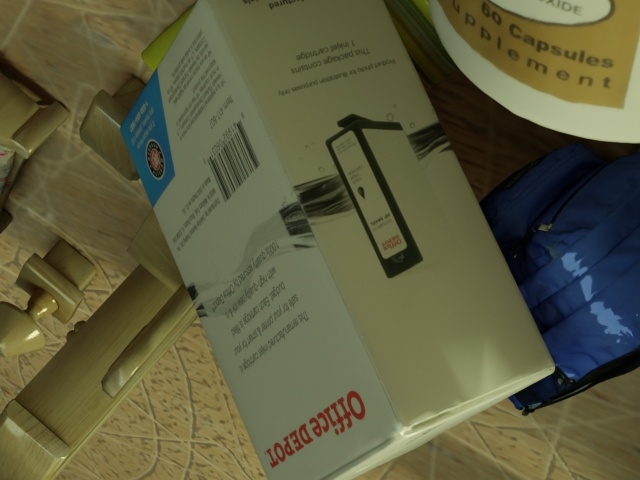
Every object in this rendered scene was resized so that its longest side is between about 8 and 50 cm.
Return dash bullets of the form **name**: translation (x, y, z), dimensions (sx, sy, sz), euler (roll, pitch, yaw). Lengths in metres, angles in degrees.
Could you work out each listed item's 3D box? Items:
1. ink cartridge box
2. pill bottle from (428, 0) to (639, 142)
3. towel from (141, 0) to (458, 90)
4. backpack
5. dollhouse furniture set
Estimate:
- **ink cartridge box**: translation (0.000, 0.000, 0.773), dimensions (0.203, 0.086, 0.148), euler (66, 153, 10)
- **pill bottle**: translation (0.103, -0.148, 0.523), dimensions (0.131, 0.131, 0.229), euler (29, 149, 19)
- **towel**: translation (-0.010, -0.096, 0.846), dimensions (0.102, 0.021, 0.237), euler (51, 151, -7)
- **backpack**: translation (0.116, 0.012, 0.764), dimensions (0.101, 0.098, 0.120), euler (47, 151, -5)
- **dollhouse furniture set**: translation (-0.243, -0.032, 1.046), dimensions (0.355, 0.174, 0.303), euler (41, 151, -1)
